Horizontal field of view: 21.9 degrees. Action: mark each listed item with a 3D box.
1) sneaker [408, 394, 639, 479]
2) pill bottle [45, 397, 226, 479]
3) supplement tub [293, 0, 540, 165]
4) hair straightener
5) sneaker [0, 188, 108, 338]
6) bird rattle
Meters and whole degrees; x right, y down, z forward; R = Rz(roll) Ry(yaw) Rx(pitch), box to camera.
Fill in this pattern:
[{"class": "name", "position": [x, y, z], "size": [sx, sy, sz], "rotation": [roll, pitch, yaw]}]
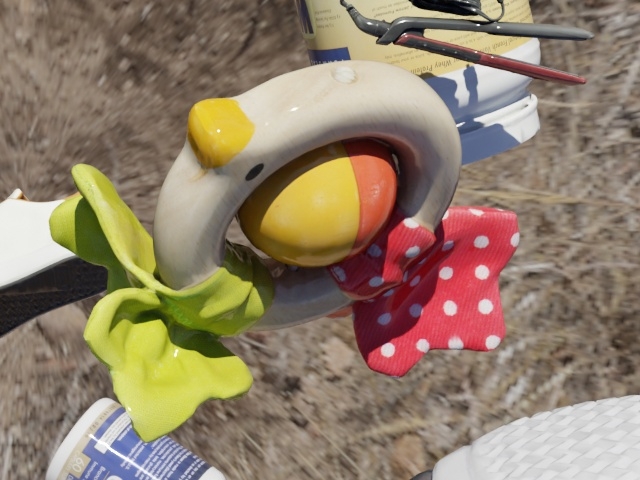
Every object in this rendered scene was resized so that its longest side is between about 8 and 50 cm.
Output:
[{"class": "sneaker", "position": [0.002, 0.134, 0.374], "size": [0.268, 0.101, 0.153], "rotation": [-14, 99, 15]}, {"class": "pill bottle", "position": [-0.138, 0.215, 1.393], "size": [0.169, 0.094, 0.094], "rotation": [32, 85, 8]}, {"class": "supplement tub", "position": [0.088, -0.238, 1.633], "size": [0.228, 0.228, 0.316], "rotation": [-17, 103, -9]}, {"class": "hair straightener", "position": [0.132, -0.201, 1.465], "size": [0.230, 0.047, 0.089], "rotation": [12, 97, -3]}, {"class": "sneaker", "position": [-0.332, 0.025, 1.674], "size": [0.290, 0.106, 0.123], "rotation": [-17, 53, 11]}, {"class": "bird rattle", "position": [0.000, 0.000, 0.834], "size": [0.253, 0.207, 0.143], "rotation": [-5, 50, -21]}]
